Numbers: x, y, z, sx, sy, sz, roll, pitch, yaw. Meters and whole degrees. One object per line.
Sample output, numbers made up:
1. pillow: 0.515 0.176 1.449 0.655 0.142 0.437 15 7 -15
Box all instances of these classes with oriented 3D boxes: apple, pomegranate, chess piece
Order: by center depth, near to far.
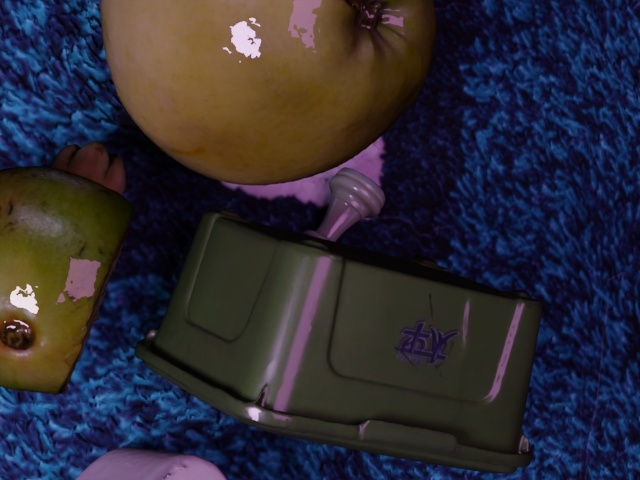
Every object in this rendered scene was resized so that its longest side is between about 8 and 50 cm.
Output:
1. pomegranate: -0.245 0.001 1.427 0.159 0.190 0.240 24 74 -5
2. apple: -0.035 -0.168 1.525 0.295 0.258 0.233 -21 107 -41
3. chess piece: 0.000 0.000 1.667 0.059 0.059 0.149 45 71 -23

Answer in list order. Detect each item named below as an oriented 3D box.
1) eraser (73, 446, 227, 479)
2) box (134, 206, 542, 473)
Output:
1. eraser: -0.204 0.365 1.451 0.331 0.150 0.331 2 86 -36
2. box: 0.029 0.088 1.544 0.329 0.253 0.177 16 90 -34
